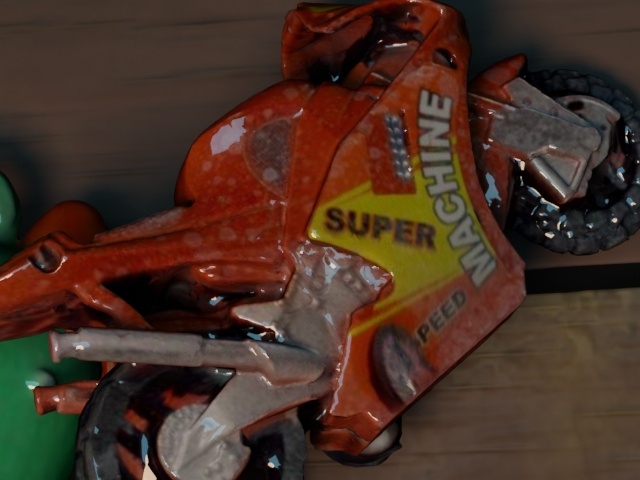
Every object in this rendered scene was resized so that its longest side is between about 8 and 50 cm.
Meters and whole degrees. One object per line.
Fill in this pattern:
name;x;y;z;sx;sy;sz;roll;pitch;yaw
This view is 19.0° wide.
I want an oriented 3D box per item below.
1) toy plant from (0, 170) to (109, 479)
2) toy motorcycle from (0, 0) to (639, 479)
toy plant;-0.190;0.156;0.791;0.280;0.185;0.400;9;80;28
toy motorcycle;0.002;0.001;0.769;0.298;0.089;0.171;-38;88;-24
